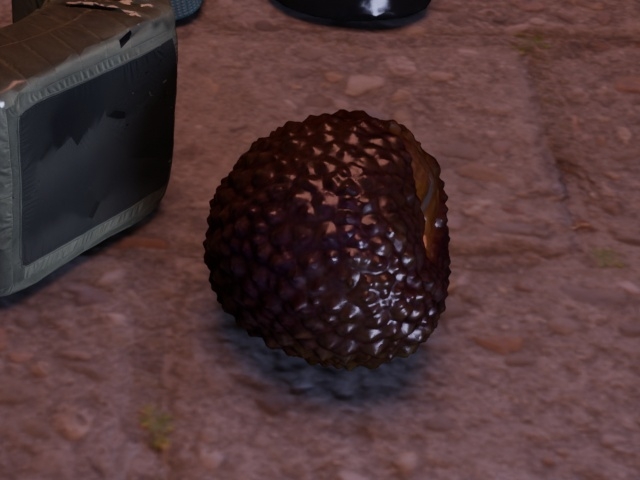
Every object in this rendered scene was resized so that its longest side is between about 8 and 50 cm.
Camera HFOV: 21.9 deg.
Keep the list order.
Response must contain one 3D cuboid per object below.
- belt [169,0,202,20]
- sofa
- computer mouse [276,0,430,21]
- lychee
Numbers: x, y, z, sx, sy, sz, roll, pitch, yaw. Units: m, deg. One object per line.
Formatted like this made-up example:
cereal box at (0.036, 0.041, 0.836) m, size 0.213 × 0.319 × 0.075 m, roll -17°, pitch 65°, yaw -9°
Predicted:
belt at (-0.121, -0.274, 1.604) m, size 0.100 × 0.065 × 0.179 m, roll -2°, pitch 40°, yaw 6°
sofa at (-0.234, -0.101, 1.251) m, size 0.176 × 0.210 × 0.225 m, roll 31°, pitch 46°, yaw 28°
computer mouse at (0.037, -0.319, 1.641) m, size 0.170 × 0.100 × 0.269 m, roll 7°, pitch 38°, yaw 1°
lychee at (0.000, 0.000, 1.175) m, size 0.188 × 0.188 × 0.188 m, roll 2°, pitch 38°, yaw -2°
